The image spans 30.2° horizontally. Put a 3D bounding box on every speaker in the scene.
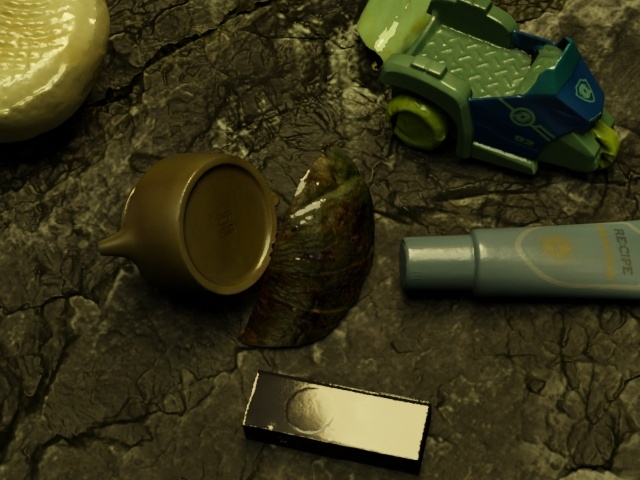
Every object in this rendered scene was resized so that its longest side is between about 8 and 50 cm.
[{"bbox_3d":[0.021,0.217,1.437,0.218,0.044,0.082,11,57,10],"label":"speaker"}]

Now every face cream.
[{"bbox_3d":[0.296,0.026,1.530,0.385,0.086,0.136,-1,56,-3],"label":"face cream"}]

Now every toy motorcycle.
[{"bbox_3d":[0.259,-0.212,1.621,0.326,0.200,0.191,23,60,20],"label":"toy motorcycle"}]

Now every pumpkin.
[{"bbox_3d":[0.002,0.004,1.510,0.111,0.163,0.278,24,62,19],"label":"pumpkin"}]

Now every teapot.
[{"bbox_3d":[-0.168,-0.025,1.545,0.175,0.186,0.267,4,18,40],"label":"teapot"}]

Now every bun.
[{"bbox_3d":[-0.481,-0.278,1.703,0.364,0.202,0.364,0,63,0],"label":"bun"}]

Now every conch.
[{"bbox_3d":[0.148,-0.372,1.795,0.250,0.137,0.143,-36,87,2],"label":"conch"}]
